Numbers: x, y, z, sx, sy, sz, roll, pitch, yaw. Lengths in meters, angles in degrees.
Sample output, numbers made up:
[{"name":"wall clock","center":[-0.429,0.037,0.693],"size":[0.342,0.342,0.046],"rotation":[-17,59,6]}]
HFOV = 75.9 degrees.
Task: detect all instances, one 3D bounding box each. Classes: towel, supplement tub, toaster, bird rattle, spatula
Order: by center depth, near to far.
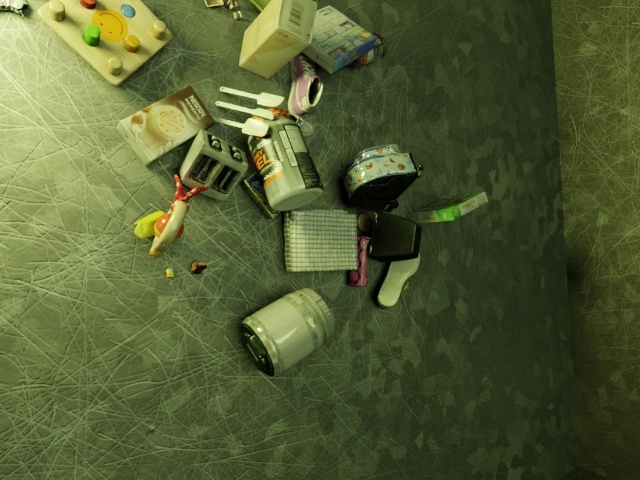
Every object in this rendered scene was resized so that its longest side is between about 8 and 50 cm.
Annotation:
[{"name":"bird rattle","center":[-0.428,-0.057,1.209],"size":[0.143,0.254,0.206],"rotation":[36,27,-32]},{"name":"toaster","center":[-0.348,-0.232,1.306],"size":[0.168,0.110,0.185],"rotation":[26,113,-36]},{"name":"spatula","center":[-0.259,-0.433,1.360],"size":[0.019,0.242,0.168],"rotation":[59,51,-69]},{"name":"supplement tub","center":[-0.128,-0.276,1.406],"size":[0.194,0.194,0.315],"rotation":[-15,78,-32]},{"name":"towel","center":[0.000,0.000,1.551],"size":[0.284,0.121,0.234],"rotation":[-1,87,-31]},{"name":"supplement tub","center":[0.175,-0.780,1.690],"size":[0.198,0.106,0.105],"rotation":[-31,105,-29]}]

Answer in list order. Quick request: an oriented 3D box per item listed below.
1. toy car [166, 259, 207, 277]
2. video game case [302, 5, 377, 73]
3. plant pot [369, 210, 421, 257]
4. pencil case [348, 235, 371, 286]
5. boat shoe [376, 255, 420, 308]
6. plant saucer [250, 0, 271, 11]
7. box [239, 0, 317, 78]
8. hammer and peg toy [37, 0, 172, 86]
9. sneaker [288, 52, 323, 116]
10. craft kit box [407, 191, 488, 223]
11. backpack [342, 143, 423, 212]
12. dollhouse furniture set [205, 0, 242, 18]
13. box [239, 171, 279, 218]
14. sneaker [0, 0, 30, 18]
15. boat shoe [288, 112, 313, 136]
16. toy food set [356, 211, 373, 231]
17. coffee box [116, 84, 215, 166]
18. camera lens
[{"name":"toy car","center":[-0.429,0.084,1.315],"size":[0.122,0.060,0.040],"rotation":[-2,58,-39]},{"name":"video game case","center":[0.037,-0.762,1.545],"size":[0.244,0.061,0.269],"rotation":[40,57,13]},{"name":"plant pot","center":[0.314,-0.007,1.673],"size":[0.187,0.167,0.187],"rotation":[26,71,-65]},{"name":"pencil case","center":[0.162,0.085,1.659],"size":[0.095,0.098,0.209],"rotation":[4,87,-31]},{"name":"boat shoe","center":[0.331,0.160,1.768],"size":[0.109,0.091,0.304],"rotation":[29,67,11]},{"name":"plant saucer","center":[-0.186,-0.903,1.502],"size":[0.188,0.045,0.188],"rotation":[36,70,-26]},{"name":"box","center":[-0.149,-0.674,1.361],"size":[0.121,0.311,0.147],"rotation":[12,81,-32]},{"name":"hammer and peg toy","center":[-0.637,-0.658,1.162],"size":[0.361,0.127,0.265],"rotation":[46,66,-23]},{"name":"sneaker","center":[-0.038,-0.611,1.519],"size":[0.102,0.161,0.281],"rotation":[3,86,-31]},{"name":"craft kit box","center":[0.563,-0.144,1.830],"size":[0.247,0.250,0.060],"rotation":[-28,103,-31]},{"name":"backpack","center":[0.222,-0.248,1.621],"size":[0.264,0.276,0.213],"rotation":[-16,67,-25]},{"name":"dollhouse furniture set","center":[-0.324,-0.806,1.390],"size":[0.115,0.081,0.090],"rotation":[-27,103,-30]},{"name":"box","center":[-0.210,-0.159,1.458],"size":[0.059,0.054,0.168],"rotation":[-46,112,-24]},{"name":"sneaker","center":[-0.828,-0.622,1.094],"size":[0.098,0.038,0.069],"rotation":[-48,111,-24]},{"name":"boat shoe","center":[-0.098,-0.440,1.531],"size":[0.184,0.063,0.066],"rotation":[18,79,-30]},{"name":"toy food set","center":[0.186,-0.078,1.724],"size":[0.083,0.020,0.082],"rotation":[-40,108,-26]},{"name":"coffee box","center":[-0.475,-0.357,1.272],"size":[0.246,0.098,0.141],"rotation":[-42,110,-26]},{"name":"camera lens","center":[-0.117,0.311,1.405],"size":[0.275,0.220,0.219],"rotation":[-28,103,-30]}]
